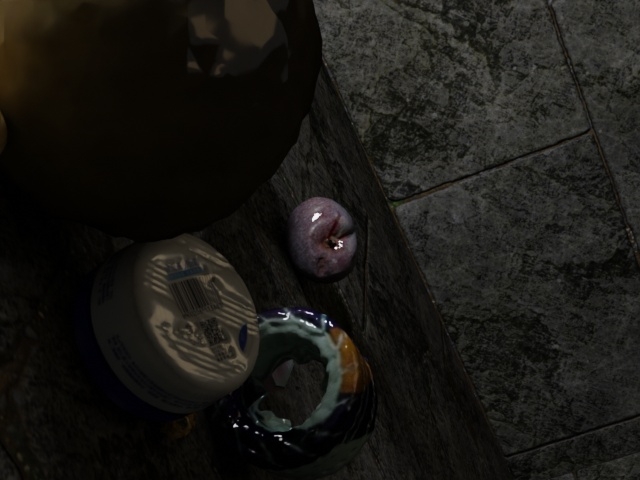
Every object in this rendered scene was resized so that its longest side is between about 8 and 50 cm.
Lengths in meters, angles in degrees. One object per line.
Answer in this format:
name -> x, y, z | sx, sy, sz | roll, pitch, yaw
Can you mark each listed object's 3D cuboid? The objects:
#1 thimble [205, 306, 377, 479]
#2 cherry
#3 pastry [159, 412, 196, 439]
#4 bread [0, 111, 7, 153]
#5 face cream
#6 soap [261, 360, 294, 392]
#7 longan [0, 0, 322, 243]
thimble -> -0.044, 0.206, 1.558 | 0.150, 0.237, 0.237 | 53, 21, -63
cherry -> -0.002, -0.004, 2.204 | 0.176, 0.140, 0.176 | 161, -90, -79
pastry -> -0.185, 0.168, 1.373 | 0.080, 0.056, 0.140 | 41, 27, -87
bread -> -0.370, -0.171, 0.957 | 0.142, 0.091, 0.305 | -59, 143, -48
face cream -> -0.168, 0.094, 1.293 | 0.206, 0.111, 0.206 | 34, 42, -36
soap -> -0.092, 0.184, 1.730 | 0.100, 0.056, 0.149 | 65, 13, -11
longan -> -0.191, -0.224, 1.207 | 0.404, 0.403, 0.436 | 45, 32, -61
